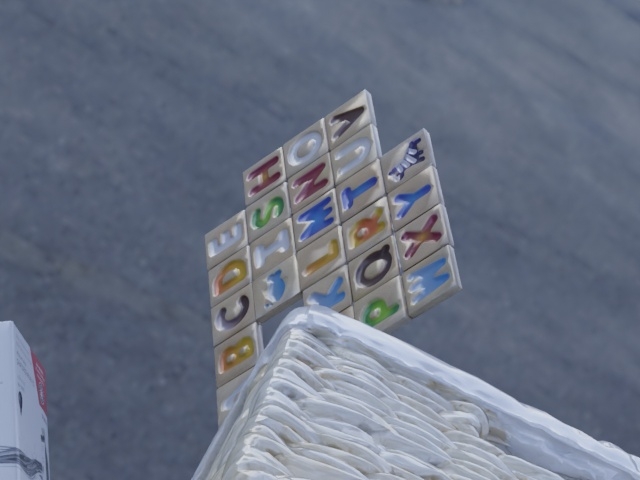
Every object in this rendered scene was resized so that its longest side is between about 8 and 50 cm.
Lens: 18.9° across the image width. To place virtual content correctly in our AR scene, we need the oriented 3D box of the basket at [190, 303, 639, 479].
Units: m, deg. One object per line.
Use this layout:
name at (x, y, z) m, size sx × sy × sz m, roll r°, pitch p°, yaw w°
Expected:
basket at (0.049, 0.257, 0.915) m, size 0.328 × 0.331 × 0.266 m, roll 27°, pitch 11°, yaw 0°

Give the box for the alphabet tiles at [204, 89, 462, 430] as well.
alphabet tiles at (0.000, 0.000, 1.331) m, size 0.009 × 0.198 × 0.237 m, roll 41°, pitch 27°, yaw -35°

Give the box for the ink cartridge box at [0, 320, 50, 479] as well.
ink cartridge box at (-0.186, 0.125, 1.079) m, size 0.099 × 0.056 × 0.135 m, roll 80°, pitch 4°, yaw -69°
